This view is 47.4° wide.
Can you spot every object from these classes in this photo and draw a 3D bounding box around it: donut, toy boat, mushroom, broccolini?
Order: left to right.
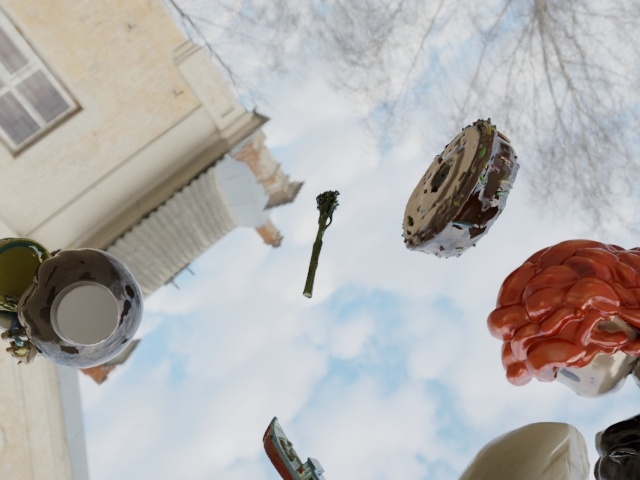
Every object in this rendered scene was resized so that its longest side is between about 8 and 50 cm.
[{"bbox_3d":[-0.043,0.380,1.253,0.059,0.069,0.173,-41,-120,1],"label":"toy boat"},{"bbox_3d":[0.001,0.000,1.170,0.042,0.044,0.218,1,-133,10],"label":"broccolini"},{"bbox_3d":[0.217,-0.075,1.121,0.235,0.089,0.235,-58,-169,18],"label":"donut"},{"bbox_3d":[0.141,0.230,0.604,0.212,0.097,0.088,-39,-111,-12],"label":"mushroom"}]

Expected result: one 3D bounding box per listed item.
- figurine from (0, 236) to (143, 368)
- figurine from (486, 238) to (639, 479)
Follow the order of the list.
[{"bbox_3d":[-0.313,0.074,0.889,0.275,0.158,0.161,1,-141,41],"label":"figurine"},{"bbox_3d":[0.419,0.173,0.933,0.306,0.241,0.412,-35,-109,16],"label":"figurine"}]
